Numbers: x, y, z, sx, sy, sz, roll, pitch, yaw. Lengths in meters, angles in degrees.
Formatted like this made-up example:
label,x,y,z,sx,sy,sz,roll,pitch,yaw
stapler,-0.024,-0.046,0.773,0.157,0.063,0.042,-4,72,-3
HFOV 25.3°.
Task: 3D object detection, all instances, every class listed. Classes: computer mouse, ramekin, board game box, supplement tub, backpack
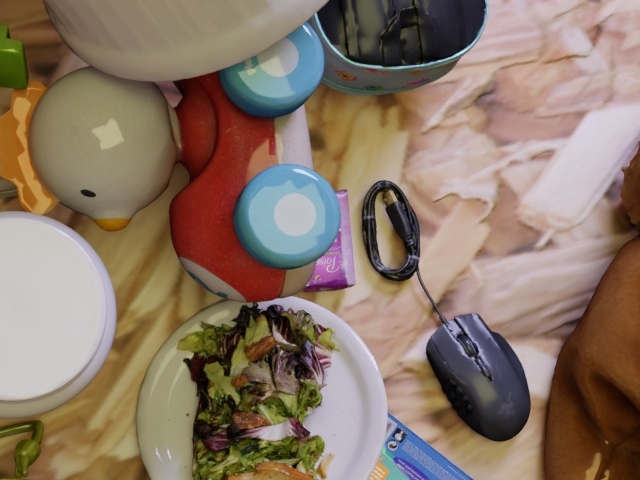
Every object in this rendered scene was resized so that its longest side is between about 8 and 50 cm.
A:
label,x,y,z,sx,sy,sz,roll,pitch,yaw
computer mouse,0.104,0.058,1.188,0.071,0.041,0.242,-31,90,-14
ramekin,-0.102,-0.260,0.977,0.277,0.135,0.277,-12,58,19
board game box,0.030,0.252,1.143,0.160,0.047,0.210,39,76,-5
supplement tub,-0.223,0.057,1.031,0.144,0.199,0.144,2,83,-13
backpack,0.046,-0.210,1.153,0.165,0.144,0.188,-10,75,-18

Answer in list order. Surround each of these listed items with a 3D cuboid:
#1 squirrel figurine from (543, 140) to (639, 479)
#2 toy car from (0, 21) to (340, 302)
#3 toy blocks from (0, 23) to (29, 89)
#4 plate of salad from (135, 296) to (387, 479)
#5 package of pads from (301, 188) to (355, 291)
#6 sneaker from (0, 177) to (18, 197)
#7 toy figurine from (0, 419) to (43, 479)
label,x,y,z,sx,sy,sz,roll,pitch,yaw
squirrel figurine,0.367,0.042,1.079,0.281,0.370,0.397,4,82,-12
toy car,-0.127,-0.052,1.059,0.238,0.219,0.210,-5,84,-12
toy blocks,-0.387,-0.264,1.047,0.381,0.191,0.261,6,62,-1
plate of salad,-0.048,0.133,1.115,0.199,0.048,0.200,-2,70,5
package of pads,0.000,0.000,1.176,0.050,0.032,0.083,-3,84,-11
sneaker,-0.320,-0.068,1.080,0.212,0.094,0.080,-5,85,-13
toy figurine,-0.364,0.271,1.034,0.362,0.191,0.217,-1,113,-20
